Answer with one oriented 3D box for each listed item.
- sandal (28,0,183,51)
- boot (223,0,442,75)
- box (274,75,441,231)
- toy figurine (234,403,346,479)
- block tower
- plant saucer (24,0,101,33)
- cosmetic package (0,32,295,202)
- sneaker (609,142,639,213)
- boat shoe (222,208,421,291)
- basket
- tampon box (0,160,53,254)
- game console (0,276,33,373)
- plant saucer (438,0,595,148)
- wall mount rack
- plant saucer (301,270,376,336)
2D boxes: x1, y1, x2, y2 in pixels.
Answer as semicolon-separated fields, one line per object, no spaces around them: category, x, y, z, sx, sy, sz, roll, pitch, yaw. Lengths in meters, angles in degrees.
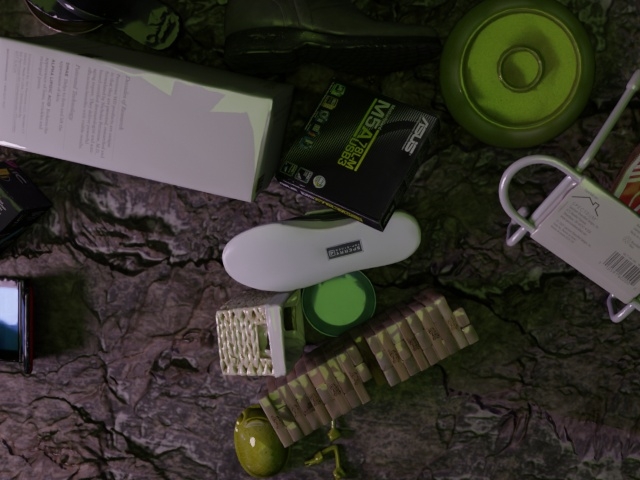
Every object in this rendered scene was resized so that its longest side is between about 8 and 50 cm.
sandal;-0.332;-0.366;1.163;0.255;0.054;0.097;18;97;1
boot;0.015;-0.370;1.142;0.338;0.118;0.222;0;81;-11
box;0.056;-0.132;1.144;0.184;0.045;0.190;26;77;23
toy figurine;-0.048;0.456;1.188;0.191;0.217;0.362;-4;97;4
block tower;0.068;0.187;1.191;0.335;0.097;0.091;-29;99;-2
plant saucer;-0.385;-0.408;1.204;0.168;0.029;0.168;1;97;4
cosmetic package;-0.246;-0.187;1.119;0.385;0.217;0.156;11;107;1
sneaker;0.498;-0.098;1.177;0.067;0.042;0.118;29;105;4
boat shoe;0.000;0.000;1.188;0.301;0.102;0.108;-13;106;-1
basket;-0.089;0.136;1.181;0.103;0.167;0.113;-4;97;8
tampon box;-0.532;-0.037;1.209;0.161;0.120;0.101;-42;93;7
game console;-0.515;0.137;1.249;0.085;0.124;0.144;-1;98;-23
plant saucer;0.303;-0.261;1.174;0.241;0.037;0.241;0;97;3
wall mount rack;0.447;-0.055;1.114;0.350;0.130;0.304;36;118;-1
plant saucer;0.029;0.096;1.238;0.119;0.021;0.119;0;98;1
